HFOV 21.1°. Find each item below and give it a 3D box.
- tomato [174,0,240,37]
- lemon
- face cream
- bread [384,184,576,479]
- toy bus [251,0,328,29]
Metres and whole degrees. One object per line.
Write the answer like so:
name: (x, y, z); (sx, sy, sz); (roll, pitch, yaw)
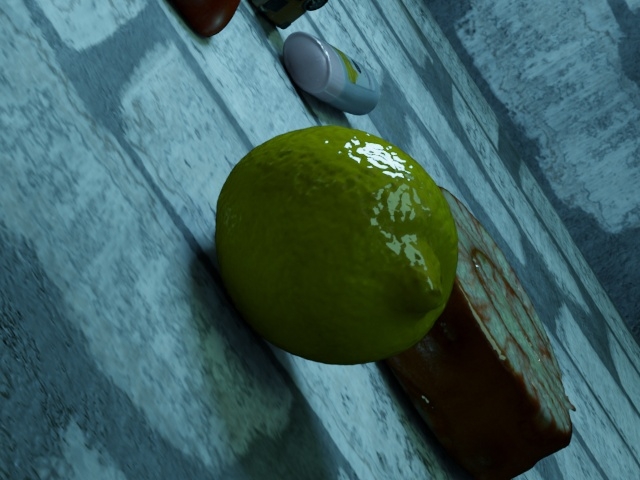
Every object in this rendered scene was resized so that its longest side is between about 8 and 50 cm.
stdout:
tomato: (-0.123, -0.298, 1.708); (0.166, 0.082, 0.174); (52, 17, -23)
lemon: (0.009, 0.002, 1.321); (0.244, 0.187, 0.187); (24, -20, 51)
face cream: (0.016, -0.196, 2.045); (0.084, 0.057, 0.198); (61, 13, 13)
bread: (0.143, 0.091, 1.748); (0.295, 0.114, 0.327); (56, 15, -14)
toy bus: (-0.012, -0.335, 2.000); (0.103, 0.182, 0.091); (17, 43, -58)
